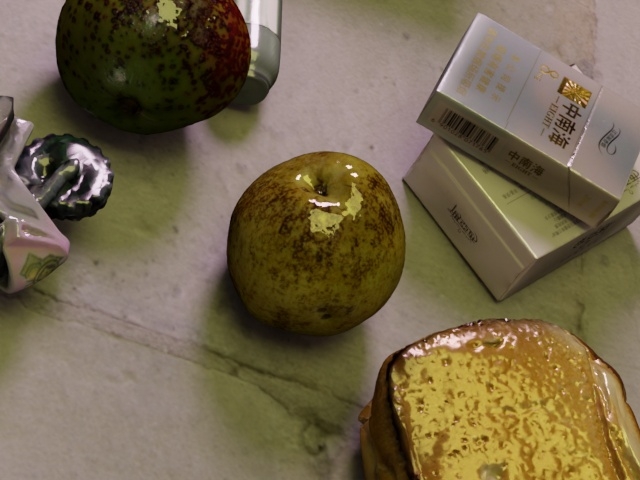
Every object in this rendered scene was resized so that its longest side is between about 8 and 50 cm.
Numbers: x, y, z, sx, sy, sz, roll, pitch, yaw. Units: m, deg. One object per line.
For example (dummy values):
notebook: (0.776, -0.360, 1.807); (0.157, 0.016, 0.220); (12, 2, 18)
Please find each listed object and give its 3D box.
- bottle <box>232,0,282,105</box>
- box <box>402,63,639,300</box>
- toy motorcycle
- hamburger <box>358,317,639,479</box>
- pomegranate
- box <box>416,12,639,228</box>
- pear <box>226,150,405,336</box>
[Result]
bottle: (-0.091, -0.275, 1.885); (0.096, 0.079, 0.254); (-9, 56, 13)
box: (0.259, -0.073, 1.902); (0.260, 0.111, 0.194); (-25, 71, -36)
toy motorcycle: (-0.371, -0.049, 1.567); (0.326, 0.143, 0.188); (10, 56, -11)
hamburger: (0.186, 0.232, 1.634); (0.284, 0.174, 0.305); (0, 60, -23)
pomegranate: (-0.169, -0.238, 1.733); (0.214, 0.214, 0.248); (24, 65, -10)
box: (0.248, -0.138, 1.828); (0.242, 0.067, 0.155); (30, 53, -2)
pear: (0.000, 0.000, 1.685); (0.197, 0.197, 0.197); (12, 56, -19)
